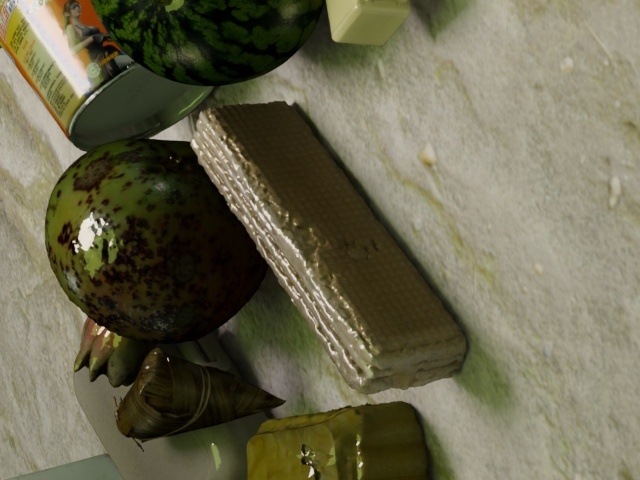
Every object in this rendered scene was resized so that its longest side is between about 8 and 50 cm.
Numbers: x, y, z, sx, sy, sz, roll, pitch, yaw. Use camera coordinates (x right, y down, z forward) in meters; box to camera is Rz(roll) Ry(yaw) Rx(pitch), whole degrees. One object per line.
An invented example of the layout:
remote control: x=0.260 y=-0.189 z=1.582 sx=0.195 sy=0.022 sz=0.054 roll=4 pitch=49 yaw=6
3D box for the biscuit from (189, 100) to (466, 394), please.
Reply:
biscuit: x=0.000 y=0.000 z=1.805 sx=0.426 sy=0.144 sz=0.078 roll=53 pitch=137 yaw=34

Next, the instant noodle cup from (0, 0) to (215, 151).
instant noodle cup: x=-0.264 y=-0.264 z=2.032 sx=0.214 sy=0.296 sz=0.296 roll=59 pitch=141 yaw=17

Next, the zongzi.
zongzi: x=-0.159 y=0.215 z=2.008 sx=0.187 sy=0.184 sz=0.084 roll=130 pitch=149 yaw=-57

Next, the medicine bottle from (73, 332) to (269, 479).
medicine bottle: x=-0.202 y=0.238 z=2.174 sx=0.375 sy=0.123 sz=0.282 roll=53 pitch=136 yaw=34

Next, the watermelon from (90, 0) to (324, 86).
watermelon: x=-0.126 y=-0.317 z=1.800 sx=0.285 sy=0.285 sz=0.285 roll=19 pitch=113 yaw=53

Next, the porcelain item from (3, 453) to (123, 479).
porcelain item: x=-0.342 y=0.468 z=2.297 sx=0.281 sy=0.285 sz=0.157 roll=53 pitch=140 yaw=33

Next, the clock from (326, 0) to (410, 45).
clock: x=0.098 y=-0.378 z=1.575 sx=0.379 sy=0.120 sz=0.277 roll=136 pitch=130 yaw=-60

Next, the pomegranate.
pomegranate: x=-0.216 y=0.043 z=2.007 sx=0.285 sy=0.285 sz=0.341 roll=48 pitch=128 yaw=39

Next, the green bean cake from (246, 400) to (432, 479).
green bean cake: x=0.018 y=0.308 z=1.850 sx=0.236 sy=0.124 sz=0.233 roll=-18 pitch=76 yaw=52
